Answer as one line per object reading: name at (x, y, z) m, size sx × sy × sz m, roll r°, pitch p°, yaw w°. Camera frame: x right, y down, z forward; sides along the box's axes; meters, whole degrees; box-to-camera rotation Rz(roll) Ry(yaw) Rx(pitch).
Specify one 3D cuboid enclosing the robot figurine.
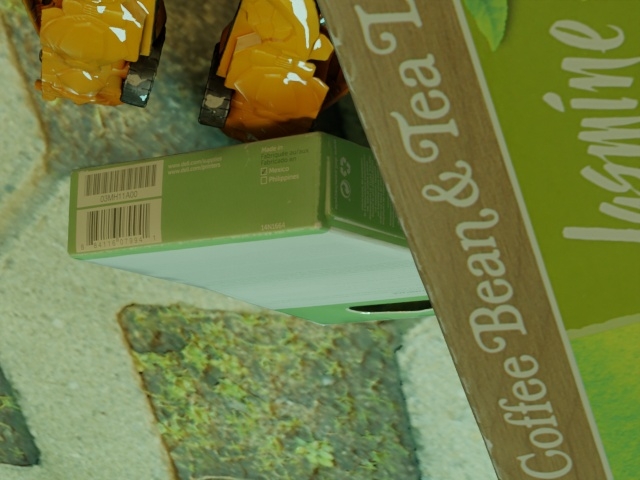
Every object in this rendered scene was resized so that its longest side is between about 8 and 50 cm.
robot figurine at (-0.051, -0.133, 0.791) m, size 0.211 × 0.085 × 0.291 m, roll 14°, pitch 156°, yaw -6°

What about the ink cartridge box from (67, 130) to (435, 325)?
ink cartridge box at (0.000, 0.000, 0.967) m, size 0.171 × 0.056 × 0.235 m, roll -7°, pitch 167°, yaw 35°

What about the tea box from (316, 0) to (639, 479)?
tea box at (0.171, -0.098, 0.580) m, size 0.324 × 0.220 × 0.329 m, roll -17°, pitch 129°, yaw 9°
